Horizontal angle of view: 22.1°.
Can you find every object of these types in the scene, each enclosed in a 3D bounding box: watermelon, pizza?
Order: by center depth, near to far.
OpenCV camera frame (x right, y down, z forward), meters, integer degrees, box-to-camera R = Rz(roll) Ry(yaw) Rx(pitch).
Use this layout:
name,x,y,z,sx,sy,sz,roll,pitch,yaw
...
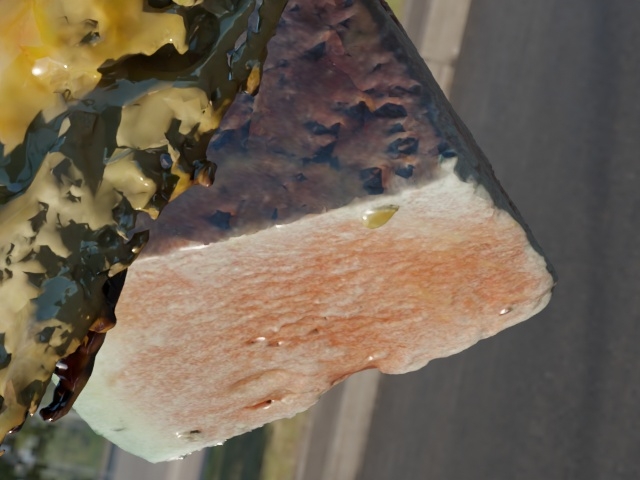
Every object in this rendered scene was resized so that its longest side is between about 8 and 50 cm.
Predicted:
name,x,y,z,sx,sy,sz,roll,pitch,yaw
pizza,-0.118,-0.016,0.416,0.071,0.297,0.189,47,-153,-43
watermelon,0.000,0.000,0.758,0.261,0.201,0.213,-55,-30,-10
